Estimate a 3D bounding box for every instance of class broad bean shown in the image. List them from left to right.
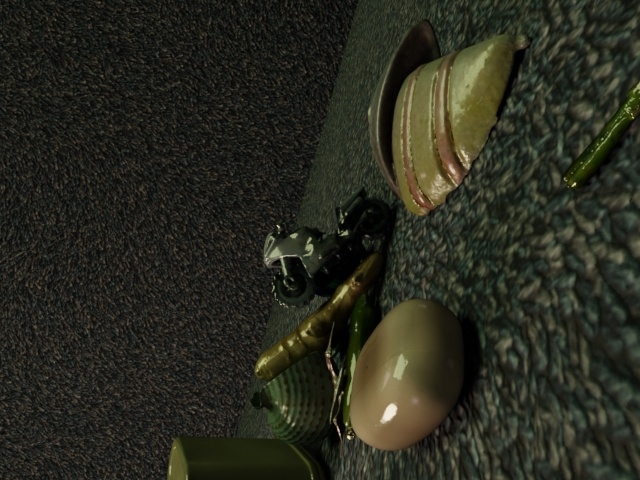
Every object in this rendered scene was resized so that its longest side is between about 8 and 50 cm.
[{"bbox_3d":[0.065,0.191,0.945,0.065,0.046,0.255,93,-175,-58],"label":"broad bean"}]

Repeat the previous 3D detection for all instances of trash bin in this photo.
[{"bbox_3d":[-0.141,0.438,1.055,0.243,0.247,0.121,-179,98,-69],"label":"trash bin"}]

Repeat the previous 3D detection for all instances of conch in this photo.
[{"bbox_3d":[-0.028,0.300,1.046,0.172,0.131,0.200,-45,-19,24],"label":"conch"}]

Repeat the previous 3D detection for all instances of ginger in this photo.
[{"bbox_3d":[0.009,0.153,1.083,0.334,0.147,0.081,-50,53,25],"label":"ginger"}]

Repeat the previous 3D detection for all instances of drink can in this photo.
[{"bbox_3d":[0.026,0.058,1.220,0.205,0.118,0.118,138,147,-74],"label":"drink can"}]

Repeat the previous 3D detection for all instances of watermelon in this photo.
[{"bbox_3d":[0.018,0.202,1.188,0.085,0.060,0.085,21,-90,-83],"label":"watermelon"}]

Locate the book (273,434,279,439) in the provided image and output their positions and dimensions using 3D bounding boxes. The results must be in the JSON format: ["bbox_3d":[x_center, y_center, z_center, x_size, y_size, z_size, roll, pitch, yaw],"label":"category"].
[{"bbox_3d":[-0.126,0.625,1.560,0.217,0.021,0.311,156,128,-81],"label":"book"}]

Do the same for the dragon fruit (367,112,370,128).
[{"bbox_3d":[0.143,-0.226,1.126,0.190,0.094,0.094,24,-99,-76],"label":"dragon fruit"}]

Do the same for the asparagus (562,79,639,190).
[{"bbox_3d":[0.239,-0.123,0.403,0.023,0.022,0.233,-25,-30,-35],"label":"asparagus"}]

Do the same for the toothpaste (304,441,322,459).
[{"bbox_3d":[-0.033,0.453,1.174,0.046,0.034,0.164,-102,28,-74],"label":"toothpaste"}]

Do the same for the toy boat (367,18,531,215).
[{"bbox_3d":[0.153,-0.170,0.831,0.293,0.111,0.276,-116,34,-63],"label":"toy boat"}]

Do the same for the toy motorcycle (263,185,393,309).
[{"bbox_3d":[0.000,0.000,1.073,0.270,0.159,0.106,-43,-27,-6],"label":"toy motorcycle"}]

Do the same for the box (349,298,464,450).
[{"bbox_3d":[0.094,0.154,0.653,0.200,0.088,0.146,113,170,-51],"label":"box"}]

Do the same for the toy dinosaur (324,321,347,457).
[{"bbox_3d":[0.032,0.246,0.964,0.108,0.032,0.220,44,-141,-73],"label":"toy dinosaur"}]
